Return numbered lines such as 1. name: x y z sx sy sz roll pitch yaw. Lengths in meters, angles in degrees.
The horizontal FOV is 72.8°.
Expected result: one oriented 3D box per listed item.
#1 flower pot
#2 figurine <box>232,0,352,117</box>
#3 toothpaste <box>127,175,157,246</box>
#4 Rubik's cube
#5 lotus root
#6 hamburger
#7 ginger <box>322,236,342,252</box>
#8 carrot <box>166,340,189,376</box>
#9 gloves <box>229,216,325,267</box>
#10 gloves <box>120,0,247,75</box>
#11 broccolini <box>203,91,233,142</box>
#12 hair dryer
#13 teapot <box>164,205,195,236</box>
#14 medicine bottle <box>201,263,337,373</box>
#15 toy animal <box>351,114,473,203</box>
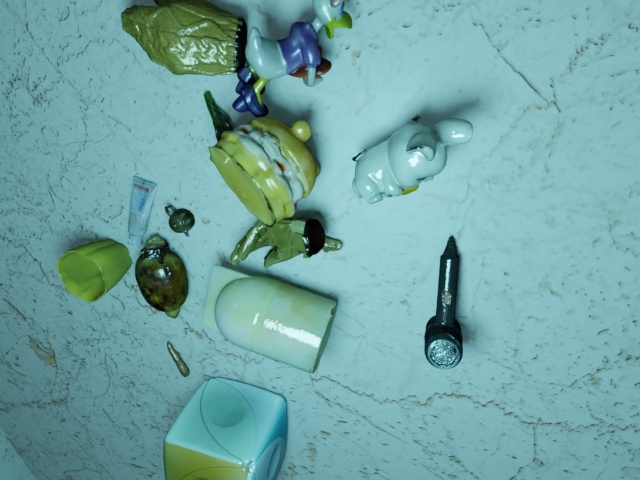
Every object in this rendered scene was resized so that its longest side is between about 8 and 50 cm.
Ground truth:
1. flower pot: -0.773 0.089 1.516 0.195 0.179 0.194 6 114 13
2. figurine: -0.062 -0.470 1.024 0.421 0.193 0.154 -31 58 20
3. toothpaste: -0.606 -0.094 1.456 0.090 0.057 0.234 20 111 6
4. Rubik's cube: -0.330 0.757 1.581 0.348 0.351 0.351 9 113 14
5. lotus root: -0.539 0.142 1.486 0.170 0.141 0.313 2 115 22
6. hamburger: -0.128 -0.203 1.146 0.237 0.276 0.276 -41 99 -16
7. ginger: -0.002 0.004 1.311 0.137 0.044 0.057 22 100 6
8. carrot: -0.561 0.467 1.703 0.036 0.035 0.165 -19 104 24
9. gloves: -0.137 0.000 1.282 0.332 0.154 0.141 -8 77 35
10. gloves: -0.356 -0.530 1.117 0.357 0.155 0.202 14 113 15
11. broccolini: -0.293 -0.321 1.243 0.091 0.068 0.202 -21 106 45
12. hair dryer: 0.349 0.164 1.211 0.107 0.189 0.351 3 101 15
13. teapot: -0.462 -0.065 1.409 0.076 0.068 0.121 -33 100 27
14. medicine bottle: -0.171 0.236 1.358 0.407 0.235 0.235 18 118 9
15. toy animal: 0.202 -0.195 1.051 0.154 0.209 0.325 61 158 4
